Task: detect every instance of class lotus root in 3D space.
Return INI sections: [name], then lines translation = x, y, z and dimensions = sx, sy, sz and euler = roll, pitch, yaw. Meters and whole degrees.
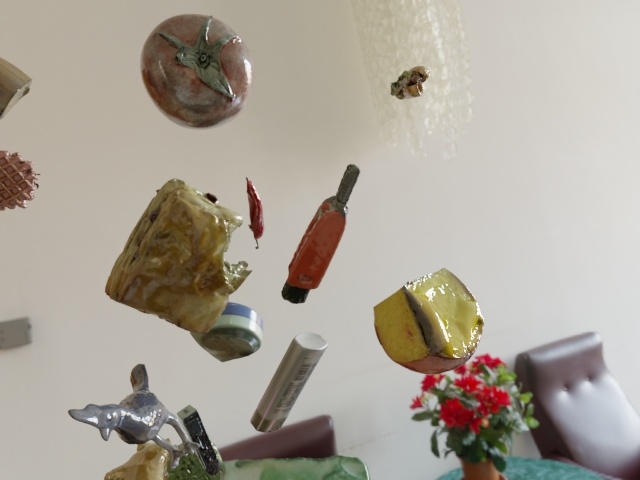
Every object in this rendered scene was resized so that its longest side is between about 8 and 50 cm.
[lotus root]
translation = -0.896, -0.397, 1.249
dimensions = 0.180, 0.199, 0.188
euler = 35, 11, -31

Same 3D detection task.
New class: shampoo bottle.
[shampoo bottle]
translation = -0.066, 0.293, 0.980
dimensions = 0.086, 0.227, 0.056
euler = 4, 29, -47

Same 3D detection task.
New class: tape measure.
[tape measure]
translation = -0.356, 0.362, 1.875
dimensions = 0.262, 0.138, 0.259
euler = -11, -41, 22

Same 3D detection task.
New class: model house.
[model house]
translation = -0.047, 0.559, 0.863
dimensions = 0.267, 0.325, 0.194
euler = 0, 40, -7

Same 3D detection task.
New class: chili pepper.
[chili pepper]
translation = -0.199, -0.076, 1.459
dimensions = 0.050, 0.268, 0.059
euler = -3, 35, -4

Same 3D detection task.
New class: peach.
[peach]
translation = 0.333, 0.272, 1.504
dimensions = 0.380, 0.306, 0.242
euler = -18, -26, -53

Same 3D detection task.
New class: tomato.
[tomato]
translation = -0.346, -0.474, 1.353
dimensions = 0.316, 0.317, 0.282
euler = -9, 0, -16

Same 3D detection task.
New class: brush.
[brush]
translation = 0.000, 0.000, 0.893
dimensions = 0.070, 0.323, 0.051
euler = 16, 30, -13

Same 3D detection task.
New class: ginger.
[ginger]
translation = -0.368, 0.539, 0.917
dimensions = 0.348, 0.122, 0.363
euler = 38, 7, 40

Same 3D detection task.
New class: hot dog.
[hot dog]
translation = 0.144, -0.260, 0.788
dimensions = 0.041, 0.056, 0.133
euler = 18, 13, -6

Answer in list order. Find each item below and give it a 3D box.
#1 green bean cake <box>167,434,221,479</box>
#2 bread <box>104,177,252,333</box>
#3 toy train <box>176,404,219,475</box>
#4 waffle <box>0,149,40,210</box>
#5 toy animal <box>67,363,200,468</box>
[green bean cake]
translation = -0.517, 0.919, 1.902
dimensions = 0.248, 0.222, 0.125
euler = -25, 8, -21
[bread]
translation = -0.319, 0.069, 1.156
dimensions = 0.314, 0.191, 0.370
euler = 30, -69, -36
[toy train]
translation = -0.359, 0.600, 1.418
dimensions = 0.052, 0.234, 0.051
euler = -30, 25, -33
[waffle]
translation = -0.379, -0.072, 0.565
dimensions = 0.083, 0.075, 0.029
euler = 4, 26, -22
[toy animal]
translation = -0.321, 0.334, 0.894
dimensions = 0.081, 0.206, 0.367
euler = -47, 2, -8
